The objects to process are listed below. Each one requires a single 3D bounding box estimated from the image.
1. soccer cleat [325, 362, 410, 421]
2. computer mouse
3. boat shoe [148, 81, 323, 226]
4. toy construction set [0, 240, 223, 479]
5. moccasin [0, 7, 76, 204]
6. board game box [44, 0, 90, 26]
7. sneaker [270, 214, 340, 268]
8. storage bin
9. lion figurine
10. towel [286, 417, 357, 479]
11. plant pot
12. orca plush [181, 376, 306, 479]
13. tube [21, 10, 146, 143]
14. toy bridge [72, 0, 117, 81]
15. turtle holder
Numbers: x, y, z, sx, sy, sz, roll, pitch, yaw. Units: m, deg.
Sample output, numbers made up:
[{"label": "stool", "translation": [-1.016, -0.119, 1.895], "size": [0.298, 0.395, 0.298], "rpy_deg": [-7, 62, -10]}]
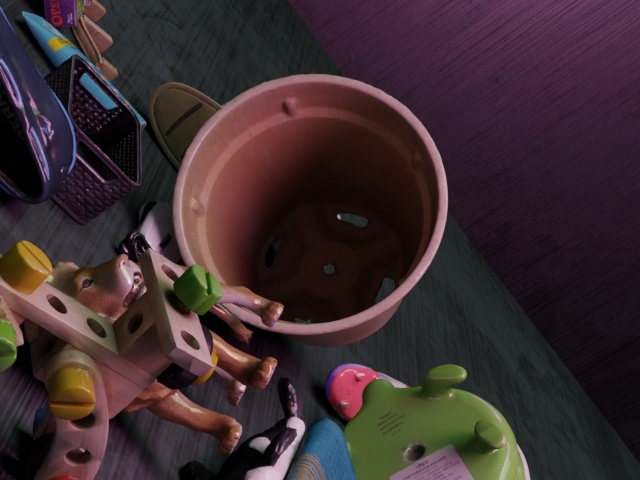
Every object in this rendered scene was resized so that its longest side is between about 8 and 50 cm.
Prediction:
[{"label": "soccer cleat", "translation": [0.063, 0.221, 1.938], "size": [0.095, 0.083, 0.248], "rpy_deg": [29, 2, 36]}, {"label": "computer mouse", "translation": [-0.194, -0.004, 1.636], "size": [0.106, 0.042, 0.193], "rpy_deg": [49, 16, -21]}, {"label": "boat shoe", "translation": [-0.128, -0.116, 1.949], "size": [0.302, 0.113, 0.103], "rpy_deg": [42, 6, -9]}, {"label": "toy construction set", "translation": [-0.205, 0.088, 0.989], "size": [0.257, 0.237, 0.309], "rpy_deg": [52, 15, -13]}, {"label": "moccasin", "translation": [-0.356, -0.181, 1.319], "size": [0.342, 0.137, 0.117], "rpy_deg": [47, 20, -26]}, {"label": "board game box", "translation": [-0.351, -0.449, 1.905], "size": [0.347, 0.056, 0.208], "rpy_deg": [-92, 177, -66]}, {"label": "sneaker", "translation": [-0.047, 0.005, 2.038], "size": [0.123, 0.106, 0.290], "rpy_deg": [32, 17, -8]}, {"label": "storage bin", "translation": [-0.278, -0.118, 1.538], "size": [0.122, 0.084, 0.180], "rpy_deg": [47, 17, -30]}, {"label": "lion figurine", "translation": [-0.169, 0.088, 1.363], "size": [0.240, 0.142, 0.392], "rpy_deg": [28, 2, -5]}, {"label": "towel", "translation": [0.008, 0.355, 1.334], "size": [0.370, 0.040, 0.271], "rpy_deg": [-48, 123, -75]}, {"label": "plant pot", "translation": [0.000, 0.000, 1.738], "size": [0.334, 0.334, 0.305], "rpy_deg": [60, -5, 19]}, {"label": "orca plush", "translation": [-0.085, 0.225, 1.351], "size": [0.102, 0.151, 0.287], "rpy_deg": [20, 34, 4]}, {"label": "tube", "translation": [-0.312, -0.214, 1.735], "size": [0.207, 0.052, 0.080], "rpy_deg": [50, 3, 2]}, {"label": "toy bridge", "translation": [-0.326, -0.295, 1.898], "size": [0.063, 0.026, 0.188], "rpy_deg": [41, 20, -38]}, {"label": "turtle holder", "translation": [0.120, 0.310, 1.664], "size": [0.320, 0.243, 0.227], "rpy_deg": [14, -40, 45]}]
